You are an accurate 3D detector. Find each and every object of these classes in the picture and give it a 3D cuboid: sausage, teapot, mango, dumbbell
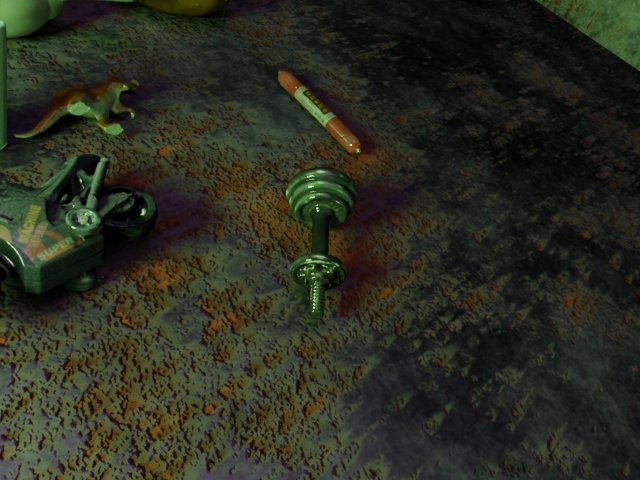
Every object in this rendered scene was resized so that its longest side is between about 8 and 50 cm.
[{"bbox_3d":[-0.004,-0.244,1.184,0.034,0.034,0.253,-24,61,-39],"label":"sausage"},{"bbox_3d":[-0.492,-0.440,1.056,0.318,0.149,0.220,-18,59,-35],"label":"teapot"},{"bbox_3d":[-0.291,-0.522,1.244,0.255,0.139,0.175,-6,39,-20],"label":"mango"},{"bbox_3d":[0.000,0.000,0.906,0.110,0.110,0.254,13,51,-14],"label":"dumbbell"}]

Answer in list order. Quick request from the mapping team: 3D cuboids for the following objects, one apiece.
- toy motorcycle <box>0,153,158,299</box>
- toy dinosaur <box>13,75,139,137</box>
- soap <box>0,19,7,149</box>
[{"bbox_3d":[-0.346,-0.015,0.750,0.173,0.108,0.307,35,41,18],"label":"toy motorcycle"},{"bbox_3d":[-0.371,-0.219,0.971,0.212,0.057,0.142,-9,42,-33],"label":"toy dinosaur"},{"bbox_3d":[-0.464,-0.191,0.792,0.066,0.198,0.119,42,45,16],"label":"soap"}]
